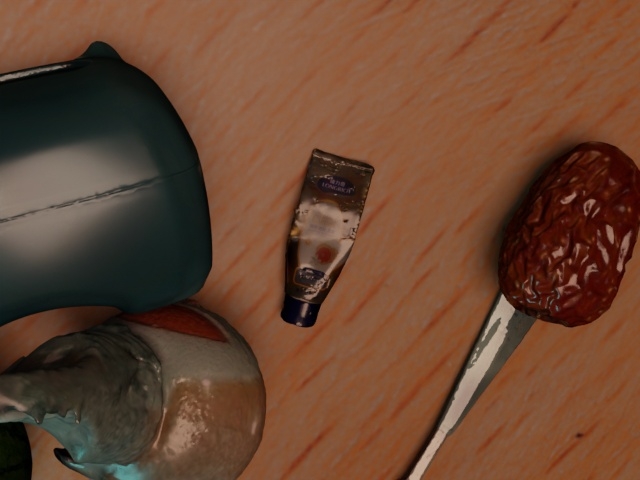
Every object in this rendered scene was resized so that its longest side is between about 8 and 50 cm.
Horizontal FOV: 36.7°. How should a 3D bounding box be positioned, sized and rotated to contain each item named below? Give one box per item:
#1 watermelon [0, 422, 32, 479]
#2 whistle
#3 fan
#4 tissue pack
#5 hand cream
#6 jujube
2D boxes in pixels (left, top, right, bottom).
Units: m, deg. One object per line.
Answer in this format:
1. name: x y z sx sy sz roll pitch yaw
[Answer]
1. watermelon: -0.350 0.190 0.793 0.215 0.188 0.187 -1 104 -35
2. whistle: -0.161 0.119 0.781 0.189 0.348 0.189 -7 73 24
3. fan: 0.146 0.143 0.971 0.057 0.023 0.282 31 94 -17
4. tissue pack: -0.237 -0.035 0.762 0.288 0.198 0.206 -15 107 -5
5. hand cream: 0.000 0.000 0.902 0.062 0.039 0.163 16 97 2
6. jujube: 0.238 -0.007 0.906 0.112 0.109 0.176 27 80 -11
